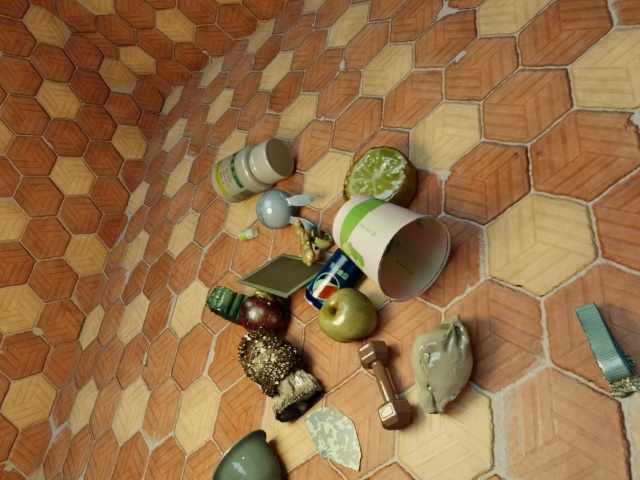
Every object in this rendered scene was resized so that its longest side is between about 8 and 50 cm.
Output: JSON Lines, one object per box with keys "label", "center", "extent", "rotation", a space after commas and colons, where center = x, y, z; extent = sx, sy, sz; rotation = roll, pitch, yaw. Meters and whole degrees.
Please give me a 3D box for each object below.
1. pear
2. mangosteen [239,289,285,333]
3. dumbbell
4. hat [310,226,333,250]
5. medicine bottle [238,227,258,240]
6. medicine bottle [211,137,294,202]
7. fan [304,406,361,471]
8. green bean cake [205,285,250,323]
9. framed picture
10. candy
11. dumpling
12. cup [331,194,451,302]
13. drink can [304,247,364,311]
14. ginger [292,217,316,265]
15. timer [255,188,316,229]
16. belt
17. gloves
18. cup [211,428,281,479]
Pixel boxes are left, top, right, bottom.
{"label": "pear", "center": [0.079, 0.221, 1.317], "extent": [0.167, 0.136, 0.167], "rotation": [-28, 46, 33]}
{"label": "mangosteen", "center": [-0.196, 0.242, 1.556], "extent": [0.166, 0.166, 0.180], "rotation": [8, 76, 47]}
{"label": "dumbbell", "center": [0.166, 0.371, 1.175], "extent": [0.092, 0.082, 0.231], "rotation": [-38, 44, 20]}
{"label": "hat", "center": [-0.001, 0.000, 1.583], "extent": [0.059, 0.076, 0.077], "rotation": [-61, 31, 28]}
{"label": "medicine bottle", "center": [-0.309, -0.026, 1.924], "extent": [0.083, 0.047, 0.047], "rotation": [-14, 56, 39]}
{"label": "medicine bottle", "center": [-0.295, -0.306, 1.964], "extent": [0.340, 0.208, 0.208], "rotation": [-18, 54, 37]}
{"label": "fan", "center": [0.036, 0.544, 1.251], "extent": [0.240, 0.009, 0.131], "rotation": [23, 82, 49]}
{"label": "green bean cake", "center": [-0.339, 0.240, 1.667], "extent": [0.193, 0.208, 0.107], "rotation": [7, 68, 45]}
{"label": "framed picture", "center": [-0.125, 0.118, 1.574], "extent": [0.231, 0.018, 0.293], "rotation": [-32, 27, -35]}
{"label": "candy", "center": [0.191, -0.185, 1.476], "extent": [0.260, 0.118, 0.260], "rotation": [-21, 54, 33]}
{"label": "dumpling", "center": [0.281, 0.290, 1.100], "extent": [0.172, 0.142, 0.247], "rotation": [165, 125, -82]}
{"label": "cup", "center": [0.183, -0.001, 1.259], "extent": [0.253, 0.253, 0.274], "rotation": [-54, 41, 4]}
{"label": "drink can", "center": [0.045, 0.128, 1.424], "extent": [0.205, 0.118, 0.118], "rotation": [-53, 41, 8]}
{"label": "ginger", "center": [-0.061, 0.004, 1.579], "extent": [0.053, 0.193, 0.176], "rotation": [-21, 87, -7]}
{"label": "timer", "center": [-0.127, -0.124, 1.753], "extent": [0.255, 0.175, 0.175], "rotation": [-1, 62, 14]}
{"label": "belt", "center": [0.569, 0.207, 0.899], "extent": [0.065, 0.100, 0.179], "rotation": [-30, 32, 30]}
{"label": "gloves", "center": [-0.139, 0.407, 1.411], "extent": [0.312, 0.135, 0.210], "rotation": [54, 129, 26]}
{"label": "cup", "center": [-0.185, 0.670, 1.286], "extent": [0.150, 0.199, 0.199], "rotation": [33, 90, 31]}
